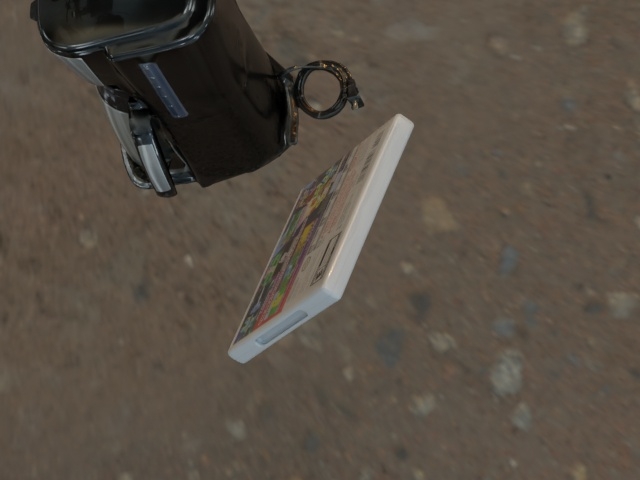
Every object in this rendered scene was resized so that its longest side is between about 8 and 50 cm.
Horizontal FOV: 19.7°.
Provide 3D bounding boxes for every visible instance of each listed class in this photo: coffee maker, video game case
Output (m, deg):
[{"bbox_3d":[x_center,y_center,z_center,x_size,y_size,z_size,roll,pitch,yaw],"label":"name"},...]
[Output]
[{"bbox_3d":[-0.083,-0.130,1.231,0.171,0.178,0.120,-30,60,-2],"label":"coffee maker"},{"bbox_3d":[0.000,0.000,1.646,0.023,0.183,0.201,33,56,-15],"label":"video game case"}]
